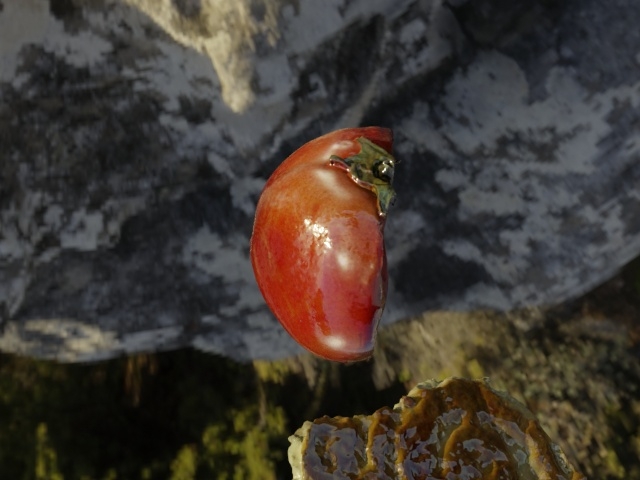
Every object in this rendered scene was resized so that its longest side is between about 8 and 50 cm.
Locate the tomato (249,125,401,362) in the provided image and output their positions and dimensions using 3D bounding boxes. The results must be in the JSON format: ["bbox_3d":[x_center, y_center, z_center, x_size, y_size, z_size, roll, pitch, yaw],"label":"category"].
[{"bbox_3d":[0.000,0.000,0.878,0.091,0.159,0.139,5,136,-2],"label":"tomato"}]

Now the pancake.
[{"bbox_3d":[0.074,0.200,0.743,0.212,0.257,0.056,-26,161,-27],"label":"pancake"}]
